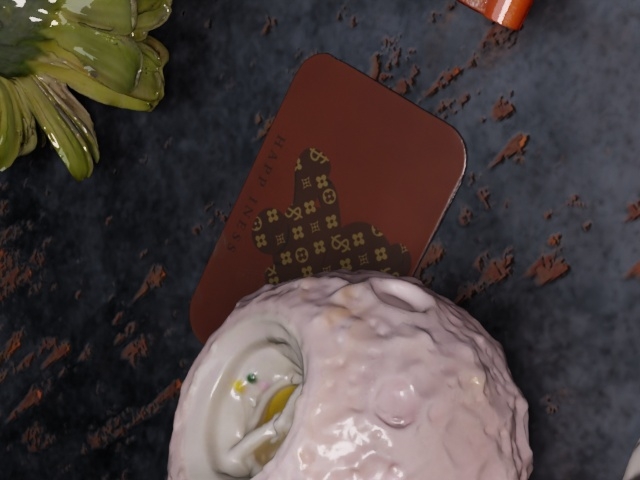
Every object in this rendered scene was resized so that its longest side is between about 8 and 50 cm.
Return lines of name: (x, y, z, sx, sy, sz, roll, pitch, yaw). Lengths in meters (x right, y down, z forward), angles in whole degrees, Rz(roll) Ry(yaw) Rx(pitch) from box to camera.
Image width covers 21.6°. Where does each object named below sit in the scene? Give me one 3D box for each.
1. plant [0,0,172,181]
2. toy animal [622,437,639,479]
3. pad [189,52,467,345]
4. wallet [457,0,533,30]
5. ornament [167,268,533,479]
plant: (-0.275, -0.221, 1.420, 0.306, 0.297, 0.261, -27, 43, 46)
toy animal: (0.294, 0.234, 1.006, 0.251, 0.251, 0.310, -18, 68, 33)
pad: (0.000, 0.000, 1.333, 0.181, 0.004, 0.267, 34, 108, 30)
wallet: (0.142, -0.263, 1.195, 0.204, 0.045, 0.142, -66, 32, 14)
ornament: (0.027, 0.148, 1.174, 0.259, 0.225, 0.259, -32, 44, 37)
